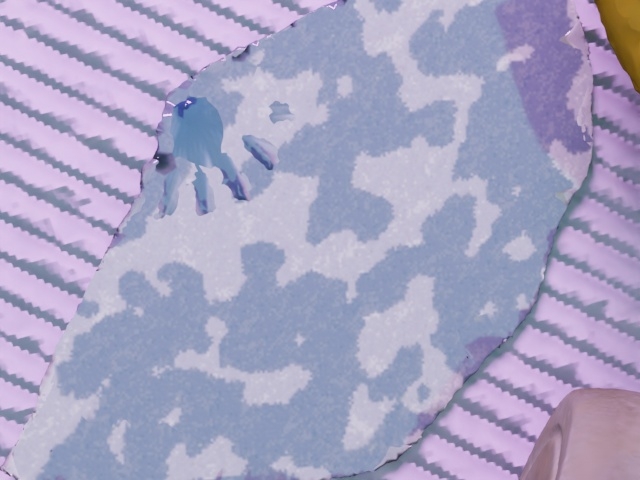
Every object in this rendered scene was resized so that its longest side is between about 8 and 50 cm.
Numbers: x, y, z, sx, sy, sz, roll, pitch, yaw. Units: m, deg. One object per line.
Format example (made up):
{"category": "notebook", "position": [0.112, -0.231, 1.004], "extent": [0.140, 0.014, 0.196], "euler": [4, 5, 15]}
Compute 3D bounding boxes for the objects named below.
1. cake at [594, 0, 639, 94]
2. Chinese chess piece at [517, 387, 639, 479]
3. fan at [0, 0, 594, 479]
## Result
{"category": "cake", "position": [0.200, -0.091, 0.422], "extent": [0.260, 0.156, 0.179], "euler": [-18, 76, 32]}
{"category": "Chinese chess piece", "position": [0.068, 0.110, 0.454], "extent": [0.058, 0.144, 0.144], "euler": [21, 89, 3]}
{"category": "fan", "position": [0.000, 0.000, 0.521], "extent": [0.131, 0.009, 0.240], "euler": [44, 89, -1]}
